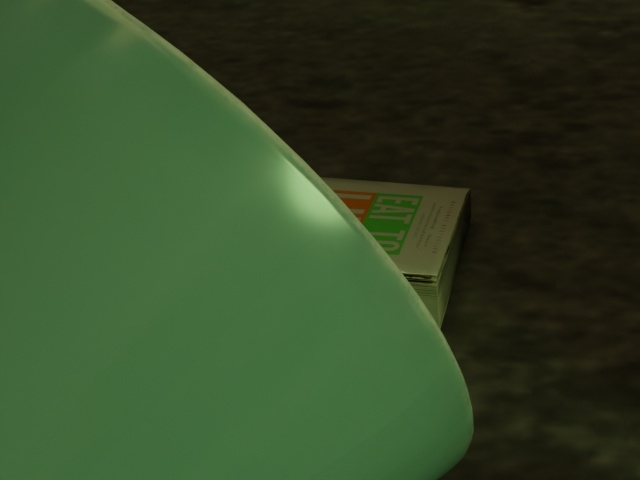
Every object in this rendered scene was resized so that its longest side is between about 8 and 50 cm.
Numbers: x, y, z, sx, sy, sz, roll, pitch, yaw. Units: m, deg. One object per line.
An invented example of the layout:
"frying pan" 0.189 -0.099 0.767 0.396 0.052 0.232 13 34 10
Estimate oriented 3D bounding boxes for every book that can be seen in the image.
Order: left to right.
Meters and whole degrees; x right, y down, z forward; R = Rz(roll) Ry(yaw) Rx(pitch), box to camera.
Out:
"book" 0.000 0.000 0.747 0.144 0.035 0.096 4 34 14

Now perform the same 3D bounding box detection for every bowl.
"bowl" -0.116 0.047 0.516 0.311 0.311 0.163 23 65 32
